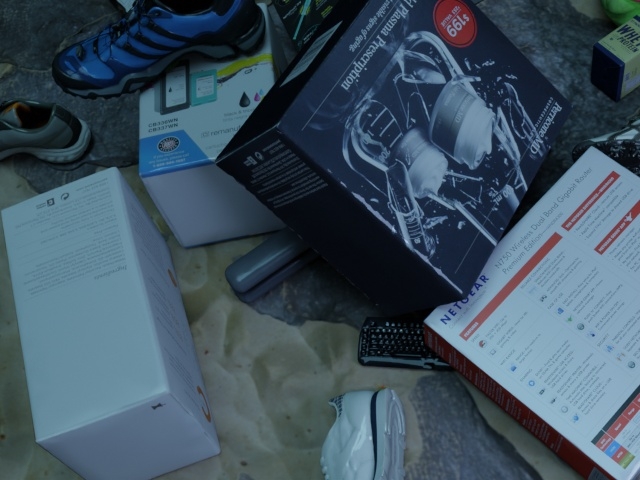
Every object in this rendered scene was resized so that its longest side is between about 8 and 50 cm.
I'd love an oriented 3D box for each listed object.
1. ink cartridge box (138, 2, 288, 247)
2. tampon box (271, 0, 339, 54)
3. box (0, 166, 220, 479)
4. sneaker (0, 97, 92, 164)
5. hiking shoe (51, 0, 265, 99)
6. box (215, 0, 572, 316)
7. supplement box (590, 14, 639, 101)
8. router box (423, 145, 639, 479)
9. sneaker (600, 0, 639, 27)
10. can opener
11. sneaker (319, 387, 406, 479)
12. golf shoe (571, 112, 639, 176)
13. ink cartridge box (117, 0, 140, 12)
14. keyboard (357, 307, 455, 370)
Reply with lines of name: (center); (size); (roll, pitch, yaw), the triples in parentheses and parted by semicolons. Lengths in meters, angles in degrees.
ink cartridge box: (-0.140, -0.166, 1.430); (0.198, 0.197, 0.270); (-11, 57, 6)
tampon box: (0.017, -0.350, 1.538); (0.120, 0.101, 0.161); (-40, 55, 23)
box: (-0.273, 0.117, 1.281); (0.168, 0.215, 0.345); (-21, 57, 0)
sneaker: (-0.509, -0.185, 1.581); (0.272, 0.108, 0.100); (-2, 61, 13)
hiking shoe: (-0.232, -0.293, 1.332); (0.304, 0.132, 0.113); (-19, 56, 2)
box: (0.103, -0.136, 1.256); (0.312, 0.179, 0.343); (42, 63, -17)
supplement box: (0.443, -0.263, 1.422); (0.083, 0.083, 0.056); (-35, 59, -10)
router box: (0.349, 0.090, 1.215); (0.301, 0.082, 0.335); (40, 75, 23)
sneaker: (0.626, -0.482, 1.429); (0.483, 0.185, 0.202); (-21, 51, 12)
can opener: (0.000, 0.000, 1.371); (0.280, 0.074, 0.093); (-30, 58, -6)
sneaker: (0.046, 0.293, 1.189); (0.095, 0.090, 0.235); (-8, 53, 23)
golf shoe: (0.442, -0.138, 1.362); (0.198, 0.077, 0.094); (-5, 48, 2)
ink cartridge box: (-0.239, -0.488, 1.661); (0.239, 0.060, 0.275); (44, 105, 31)
keyboard: (0.144, 0.118, 1.289); (0.192, 0.038, 0.100); (1, 60, 12)
